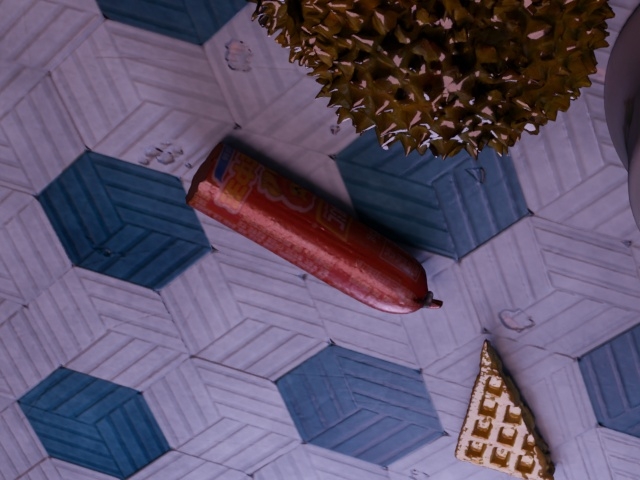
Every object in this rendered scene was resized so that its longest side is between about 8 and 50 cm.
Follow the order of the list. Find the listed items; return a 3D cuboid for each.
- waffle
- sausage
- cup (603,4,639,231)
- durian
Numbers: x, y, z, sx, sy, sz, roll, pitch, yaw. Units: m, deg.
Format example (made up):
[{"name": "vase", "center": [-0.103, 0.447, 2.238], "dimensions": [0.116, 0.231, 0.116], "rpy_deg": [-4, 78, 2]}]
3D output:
[{"name": "waffle", "center": [0.212, 0.180, 1.879], "dimensions": [0.125, 0.032, 0.191], "rpy_deg": [19, 137, 6]}, {"name": "sausage", "center": [0.000, 0.000, 1.764], "dimensions": [0.274, 0.074, 0.074], "rpy_deg": [31, 135, -9]}, {"name": "cup", "center": [0.393, -0.060, 1.490], "dimensions": [0.347, 0.163, 0.347], "rpy_deg": [12, 135, 12]}, {"name": "durian", "center": [0.087, -0.194, 1.441], "dimensions": [0.293, 0.258, 0.258], "rpy_deg": [32, 136, 5]}]
